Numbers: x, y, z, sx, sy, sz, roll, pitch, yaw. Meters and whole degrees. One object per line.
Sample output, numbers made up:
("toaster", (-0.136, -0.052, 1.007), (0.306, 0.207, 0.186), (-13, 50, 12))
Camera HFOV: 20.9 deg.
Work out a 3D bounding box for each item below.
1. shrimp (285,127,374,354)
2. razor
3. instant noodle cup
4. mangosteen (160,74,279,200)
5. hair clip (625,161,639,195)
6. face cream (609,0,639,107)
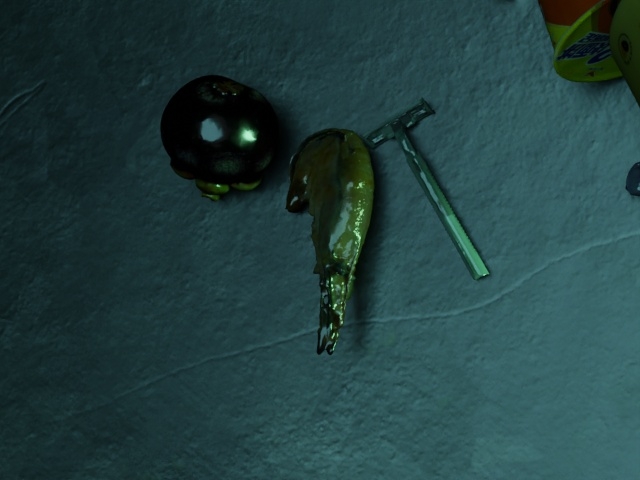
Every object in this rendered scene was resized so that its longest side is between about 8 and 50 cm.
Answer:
("shrimp", (0.009, 0.003, 1.963), (0.117, 0.066, 0.262), (-4, 73, 48))
("razor", (0.129, -0.050, 1.938), (0.084, 0.036, 0.211), (-32, 75, 15))
("instant noodle cup", (0.309, -0.294, 1.823), (0.213, 0.213, 0.174), (-27, 68, 14))
("mangosteen", (-0.116, -0.110, 1.990), (0.137, 0.137, 0.151), (21, 126, 19))
("hair clip", (0.450, -0.057, 1.795), (0.278, 0.090, 0.137), (7, 63, 18))
("face cream", (0.414, -0.171, 1.697), (0.218, 0.218, 0.179), (-30, 54, 14))
